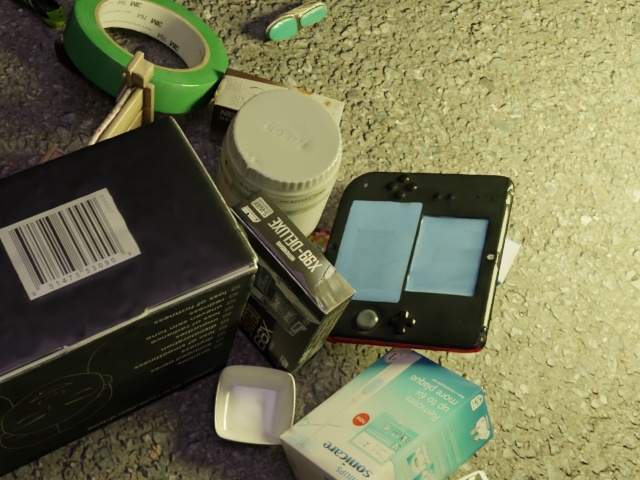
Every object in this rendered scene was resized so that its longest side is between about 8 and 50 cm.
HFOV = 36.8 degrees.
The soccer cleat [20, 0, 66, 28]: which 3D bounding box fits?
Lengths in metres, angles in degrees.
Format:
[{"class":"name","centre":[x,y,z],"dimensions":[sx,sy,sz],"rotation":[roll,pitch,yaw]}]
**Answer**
[{"class":"soccer cleat","centre":[-0.601,-0.518,2.010],"dimensions":[0.179,0.072,0.060],"rotation":[39,63,8]}]

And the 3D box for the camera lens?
[{"class":"camera lens","centre":[-0.084,-0.127,1.813],"dimensions":[0.220,0.274,0.219],"rotation":[5,63,-10]}]

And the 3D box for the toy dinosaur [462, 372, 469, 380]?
[{"class":"toy dinosaur","centre":[0.225,0.357,1.765],"dimensions":[0.268,0.064,0.118],"rotation":[-36,69,-28]}]

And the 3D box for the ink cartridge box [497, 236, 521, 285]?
[{"class":"ink cartridge box","centre":[0.321,0.037,1.904],"dimensions":[0.092,0.143,0.089],"rotation":[27,79,2]}]

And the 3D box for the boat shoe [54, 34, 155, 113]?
[{"class":"boat shoe","centre":[-0.416,-0.355,1.960],"dimensions":[0.257,0.095,0.095],"rotation":[37,56,7]}]

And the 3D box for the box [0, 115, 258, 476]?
[{"class":"box","centre":[-0.393,0.111,1.517],"dimensions":[0.480,0.471,0.297],"rotation":[-24,70,-22]}]

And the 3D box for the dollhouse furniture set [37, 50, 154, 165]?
[{"class":"dollhouse furniture set","centre":[-0.446,-0.151,1.702],"dimensions":[0.174,0.355,0.303],"rotation":[27,62,3]}]

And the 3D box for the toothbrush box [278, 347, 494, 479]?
[{"class":"toothbrush box","centre":[0.114,0.337,1.653],"dimensions":[0.296,0.126,0.216],"rotation":[-35,35,-23]}]

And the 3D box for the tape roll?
[{"class":"tape roll","centre":[-0.346,-0.386,1.922],"dimensions":[0.321,0.077,0.321],"rotation":[22,37,-17]}]

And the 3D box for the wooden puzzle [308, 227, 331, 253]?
[{"class":"wooden puzzle","centre":[0.000,0.000,1.921],"dimensions":[0.083,0.006,0.049],"rotation":[14,62,-5]}]

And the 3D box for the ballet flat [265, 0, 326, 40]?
[{"class":"ballet flat","centre":[-0.062,-0.488,2.133],"dimensions":[0.168,0.057,0.052],"rotation":[-28,45,-27]}]

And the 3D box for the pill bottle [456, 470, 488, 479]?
[{"class":"pill bottle","centre":[0.280,0.532,1.647],"dimensions":[0.131,0.130,0.245],"rotation":[-20,70,-21]}]

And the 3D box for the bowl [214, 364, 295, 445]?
[{"class":"bowl","centre":[-0.120,0.299,1.720],"dimensions":[0.142,0.053,0.142],"rotation":[8,63,-8]}]

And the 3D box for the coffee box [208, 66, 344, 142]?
[{"class":"coffee box","centre":[-0.091,-0.242,1.946],"dimensions":[0.247,0.141,0.098],"rotation":[16,62,-5]}]

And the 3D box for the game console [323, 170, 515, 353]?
[{"class":"game console","centre":[0.171,0.030,1.819],"dimensions":[0.342,0.060,0.386],"rotation":[1,56,26]}]

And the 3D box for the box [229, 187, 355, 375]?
[{"class":"box","centre":[-0.081,0.086,1.691],"dimensions":[0.077,0.307,0.242],"rotation":[-35,76,-29]}]
